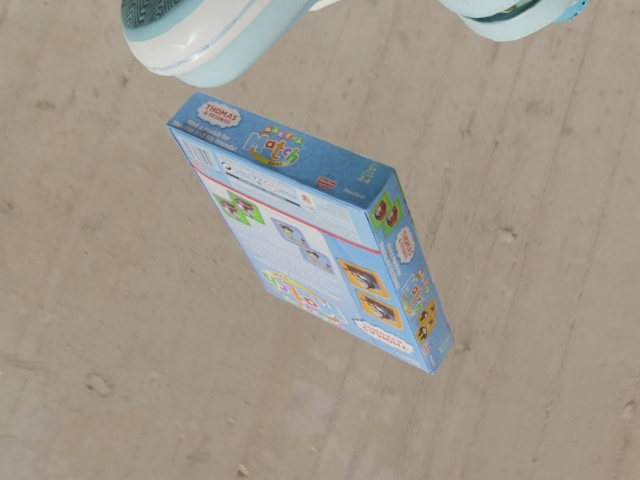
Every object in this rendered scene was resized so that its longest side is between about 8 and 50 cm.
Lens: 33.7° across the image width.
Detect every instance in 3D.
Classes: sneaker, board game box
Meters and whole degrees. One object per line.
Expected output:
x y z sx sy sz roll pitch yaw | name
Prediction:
0.054 -0.150 0.548 0.127 0.208 0.319 9 -124 50 | sneaker
0.000 0.000 0.721 0.160 0.211 0.039 25 -113 30 | board game box
